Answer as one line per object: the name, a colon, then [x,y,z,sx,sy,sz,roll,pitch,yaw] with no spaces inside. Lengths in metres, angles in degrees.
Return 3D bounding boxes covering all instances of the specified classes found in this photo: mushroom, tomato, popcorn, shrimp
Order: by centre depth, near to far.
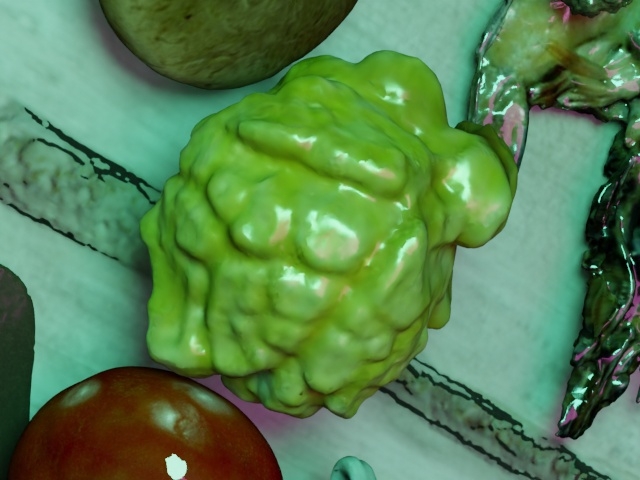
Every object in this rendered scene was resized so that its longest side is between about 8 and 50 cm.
mushroom: [-0.045,-0.230,1.140,0.278,0.146,0.278,-27,129,-38]
popcorn: [0.000,0.000,1.180,0.255,0.195,0.256,-50,153,-15]
tomato: [-0.104,0.170,1.188,0.136,0.195,0.195,-35,121,-53]
shrimp: [0.188,-0.042,1.360,0.233,0.071,0.365,15,92,-26]

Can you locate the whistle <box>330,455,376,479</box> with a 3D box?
whistle: [0.001,0.285,1.284,0.163,0.163,0.289,5,99,-29]

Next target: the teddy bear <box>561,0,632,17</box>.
teddy bear: [0.278,-0.235,1.300,0.182,0.129,0.251,35,61,-13]

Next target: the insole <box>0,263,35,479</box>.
insole: [-0.226,0.172,1.221,0.111,0.007,0.327,-3,103,-29]
